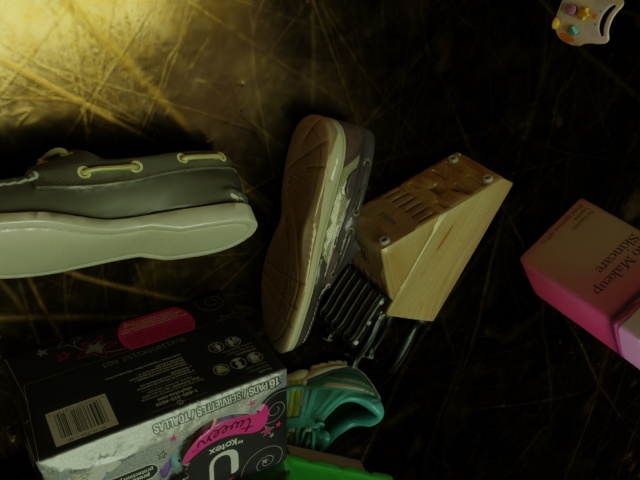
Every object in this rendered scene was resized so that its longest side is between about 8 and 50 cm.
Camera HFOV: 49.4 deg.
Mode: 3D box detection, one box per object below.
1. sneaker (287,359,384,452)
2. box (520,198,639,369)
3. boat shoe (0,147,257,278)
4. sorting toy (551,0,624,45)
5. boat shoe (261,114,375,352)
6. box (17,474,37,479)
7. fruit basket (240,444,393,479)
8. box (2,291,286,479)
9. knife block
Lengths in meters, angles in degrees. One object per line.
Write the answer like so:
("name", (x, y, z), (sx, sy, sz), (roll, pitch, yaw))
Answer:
("sneaker", (-0.041, 0.238, 0.913), (0.276, 0.110, 0.107), (-16, 127, -26))
("box", (0.453, 0.066, 1.073), (0.148, 0.232, 0.127), (-44, 136, -4))
("boat shoe", (-0.207, -0.031, 0.623), (0.305, 0.091, 0.109), (-5, 159, -32))
("sorting toy", (0.336, -0.280, 0.863), (0.045, 0.075, 0.083), (-2, 119, -36))
("boat shoe", (0.000, 0.000, 0.790), (0.093, 0.103, 0.285), (-1, 114, -30))
("box", (-0.268, 0.325, 0.818), (0.184, 0.045, 0.190), (-13, 133, -25))
("fruit basket", (-0.075, 0.403, 0.900), (0.327, 0.165, 0.353), (23, 132, -34))
("box", (-0.178, 0.184, 0.736), (0.247, 0.163, 0.142), (-17, 126, -26))
("knife block", (0.124, 0.047, 0.921), (0.276, 0.088, 0.242), (-30, 133, -17))
